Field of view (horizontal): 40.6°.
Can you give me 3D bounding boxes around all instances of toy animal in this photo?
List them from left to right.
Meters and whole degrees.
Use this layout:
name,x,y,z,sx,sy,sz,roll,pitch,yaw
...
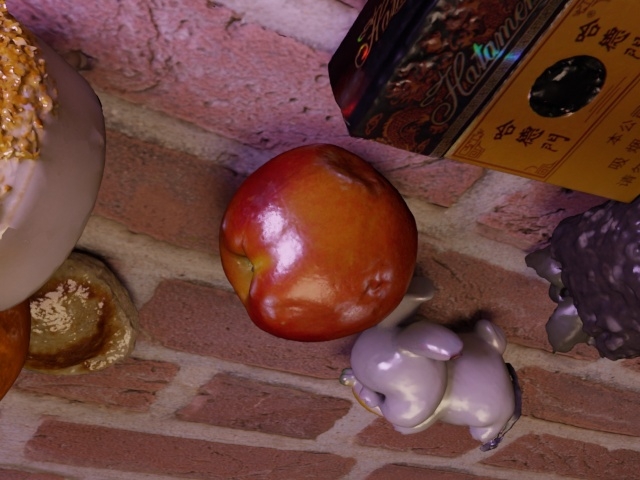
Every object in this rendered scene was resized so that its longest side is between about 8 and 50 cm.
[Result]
name,x,y,z,sx,sy,sz,roll,pitch,yaw
toy animal,0.165,0.200,1.334,0.310,0.183,0.247,29,121,-35

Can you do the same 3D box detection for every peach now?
name,x,y,z,sx,sy,sz,roll,pitch,yaw
peach,0.000,0.000,1.010,0.243,0.199,0.244,-9,107,-31

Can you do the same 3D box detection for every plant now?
name,x,y,z,sx,sy,sz,roll,pitch,yaw
plant,0.423,0.048,1.177,0.213,0.215,0.312,-17,170,-18

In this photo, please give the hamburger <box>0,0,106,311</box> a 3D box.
name,x,y,z,sx,sy,sz,roll,pitch,yaw
hamburger,-0.329,-0.067,0.757,0.294,0.276,0.179,-39,147,22

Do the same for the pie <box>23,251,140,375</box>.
name,x,y,z,sx,sy,sz,roll,pitch,yaw
pie,-0.337,0.105,1.124,0.178,0.084,0.205,-16,139,2

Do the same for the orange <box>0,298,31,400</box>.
name,x,y,z,sx,sy,sz,roll,pitch,yaw
orange,-0.448,0.092,0.932,0.261,0.261,0.261,-9,142,-7

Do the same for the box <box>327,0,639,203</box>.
name,x,y,z,sx,sy,sz,roll,pitch,yaw
box,0.245,-0.192,0.906,0.415,0.116,0.264,10,137,-29
